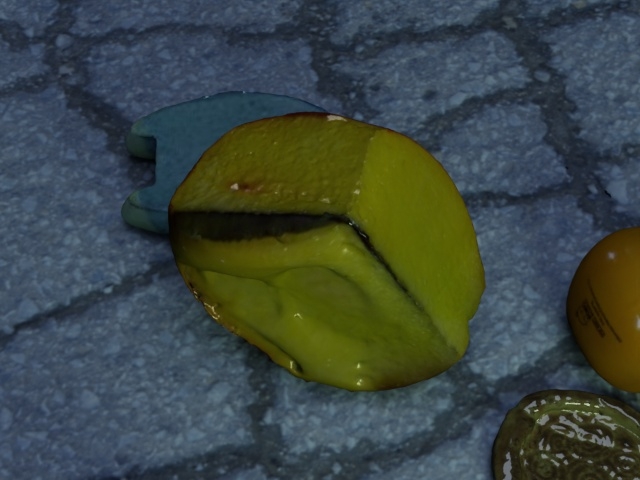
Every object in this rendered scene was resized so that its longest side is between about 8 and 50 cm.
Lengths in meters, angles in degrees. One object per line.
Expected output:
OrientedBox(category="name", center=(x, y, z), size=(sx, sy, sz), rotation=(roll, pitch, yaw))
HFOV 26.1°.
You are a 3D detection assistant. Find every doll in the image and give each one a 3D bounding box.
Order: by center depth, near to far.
OrientedBox(category="doll", center=(0.446, 0.080, 1.774), size=(0.236, 0.213, 0.213), rotation=(-10, 58, -25))

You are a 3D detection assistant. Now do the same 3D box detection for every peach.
OrientedBox(category="peach", center=(0.000, 0.000, 1.717), size=(0.306, 0.380, 0.242), rotation=(-22, 41, 36))

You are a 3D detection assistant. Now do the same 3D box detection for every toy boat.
OrientedBox(category="toy boat", center=(-0.111, -0.091, 1.914), size=(0.329, 0.123, 0.215), rotation=(-8, 55, 6))

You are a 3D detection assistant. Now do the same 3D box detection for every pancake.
OrientedBox(category="pancake", center=(0.334, 0.298, 1.722), size=(0.250, 0.031, 0.250), rotation=(2, 59, -3))
